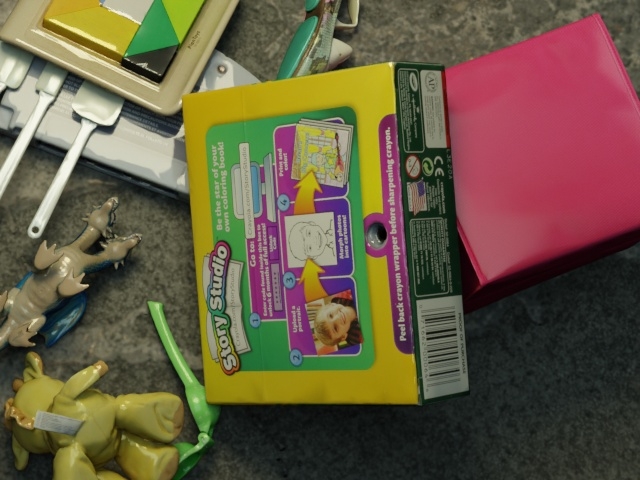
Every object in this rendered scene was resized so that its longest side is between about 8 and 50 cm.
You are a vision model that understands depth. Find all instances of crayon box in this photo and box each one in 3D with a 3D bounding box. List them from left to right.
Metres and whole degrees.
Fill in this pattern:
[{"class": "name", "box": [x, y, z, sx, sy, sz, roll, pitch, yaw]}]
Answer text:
[{"class": "crayon box", "box": [0.000, 0.000, 1.804, 0.106, 0.313, 0.362, -4, 90, -49]}]

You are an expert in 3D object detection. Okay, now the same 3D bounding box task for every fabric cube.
[{"class": "fabric cube", "box": [0.232, -0.077, 1.911, 0.258, 0.259, 0.254, -22, 82, -10]}]

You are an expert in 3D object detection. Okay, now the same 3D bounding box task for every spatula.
[{"class": "spatula", "box": [-0.340, -0.131, 1.910, 0.168, 0.019, 0.242, 25, 74, -3]}]

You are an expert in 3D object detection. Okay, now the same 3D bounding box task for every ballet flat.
[{"class": "ballet flat", "box": [0.008, -0.271, 2.024, 0.079, 0.077, 0.221, 21, 74, -23]}]

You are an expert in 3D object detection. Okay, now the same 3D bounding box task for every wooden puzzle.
[{"class": "wooden puzzle", "box": [-0.235, -0.281, 1.947, 0.239, 0.044, 0.221, 23, 60, 1]}]

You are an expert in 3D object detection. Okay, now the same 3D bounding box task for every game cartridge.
[{"class": "game cartridge", "box": [-0.226, -0.172, 1.973, 0.294, 0.060, 0.196, 21, 79, -3]}]

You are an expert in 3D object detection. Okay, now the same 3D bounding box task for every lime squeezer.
[{"class": "lime squeezer", "box": [-0.177, 0.228, 1.885, 0.110, 0.059, 0.310, 12, 77, -6]}]

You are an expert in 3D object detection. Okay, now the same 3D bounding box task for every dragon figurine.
[{"class": "dragon figurine", "box": [-0.324, 0.070, 1.882, 0.085, 0.144, 0.289, 43, 92, 5]}]

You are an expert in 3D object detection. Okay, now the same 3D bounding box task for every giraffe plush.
[{"class": "giraffe plush", "box": [-0.281, 0.215, 1.827, 0.210, 0.170, 0.181, 41, 73, -37]}]
